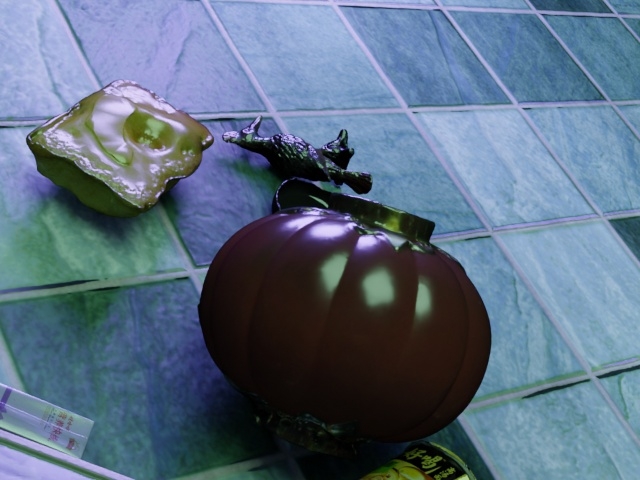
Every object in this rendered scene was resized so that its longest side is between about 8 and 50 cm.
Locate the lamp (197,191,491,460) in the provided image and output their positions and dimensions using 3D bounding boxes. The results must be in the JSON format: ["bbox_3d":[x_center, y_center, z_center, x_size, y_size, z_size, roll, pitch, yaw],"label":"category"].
[{"bbox_3d":[0.026,0.085,1.136,0.303,0.257,0.303,19,-1,0],"label":"lamp"}]

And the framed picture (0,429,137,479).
[{"bbox_3d":[-0.273,0.224,0.915,0.250,0.016,0.184,21,28,1],"label":"framed picture"}]

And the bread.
[{"bbox_3d":[-0.232,-0.105,1.308,0.161,0.088,0.233,39,37,0],"label":"bread"}]

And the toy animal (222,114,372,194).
[{"bbox_3d":[-0.031,-0.114,1.458,0.202,0.070,0.105,17,27,-9],"label":"toy animal"}]

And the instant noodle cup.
[{"bbox_3d":[0.079,0.285,1.081,0.122,0.151,0.151,-18,60,-29],"label":"instant noodle cup"}]

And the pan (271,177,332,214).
[{"bbox_3d":[-0.001,0.003,1.378,0.115,0.040,0.212,13,37,-23],"label":"pan"}]

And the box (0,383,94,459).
[{"bbox_3d":[-0.275,0.175,1.033,0.117,0.036,0.051,26,40,-10],"label":"box"}]
